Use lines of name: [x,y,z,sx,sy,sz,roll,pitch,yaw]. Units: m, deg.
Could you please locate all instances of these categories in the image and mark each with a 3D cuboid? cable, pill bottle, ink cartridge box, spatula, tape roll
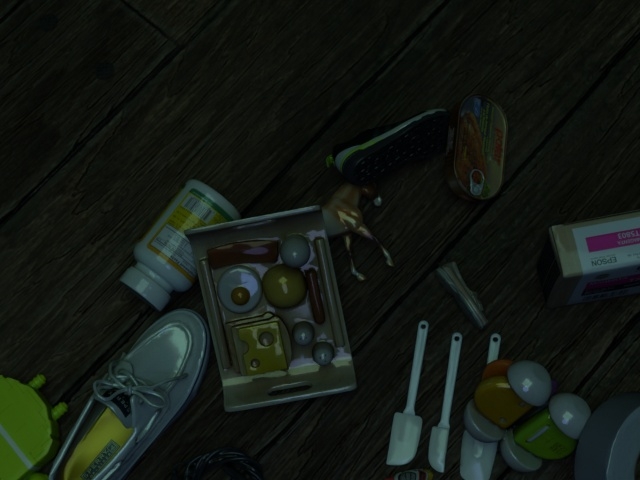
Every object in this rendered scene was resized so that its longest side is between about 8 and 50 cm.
cable: [-0.154,0.422,1.687,0.151,0.047,0.184,-11,69,-4]
pill bottle: [-0.236,0.011,1.783,0.117,0.117,0.208,34,77,14]
ink cartridge box: [0.470,0.026,1.682,0.235,0.193,0.088,-10,71,2]
spatula: [0.209,0.256,1.723,0.168,0.019,0.242,8,72,13]
tape roll: [0.482,0.336,1.585,0.219,0.072,0.219,0,90,-28]

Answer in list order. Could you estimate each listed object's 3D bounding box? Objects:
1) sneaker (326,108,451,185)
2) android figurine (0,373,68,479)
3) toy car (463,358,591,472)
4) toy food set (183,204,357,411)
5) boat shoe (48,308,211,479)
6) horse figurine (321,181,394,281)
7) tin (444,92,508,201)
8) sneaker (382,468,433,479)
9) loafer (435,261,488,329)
sneaker: [0.118,-0.177,1.833,0.235,0.084,0.097,-24,41,-18]
android figurine: [-0.535,0.332,1.735,0.273,0.056,0.248,-43,74,-9]
toy car: [0.321,0.255,1.656,0.182,0.159,0.136,39,33,-6]
toy food set: [-0.077,0.109,1.703,0.220,0.092,0.306,-11,99,1]
boat shoe: [-0.308,0.254,1.689,0.136,0.156,0.367,35,78,14]
horse figurine: [0.000,0.000,1.796,0.263,0.066,0.174,-20,79,-5]
tin: [0.264,-0.156,1.816,0.106,0.040,0.189,16,71,-23]
sneaker: [0.174,0.450,1.624,0.093,0.088,0.225,-22,72,-5]
loafer: [0.239,0.087,1.761,0.039,0.045,0.125,-32,70,-13]
